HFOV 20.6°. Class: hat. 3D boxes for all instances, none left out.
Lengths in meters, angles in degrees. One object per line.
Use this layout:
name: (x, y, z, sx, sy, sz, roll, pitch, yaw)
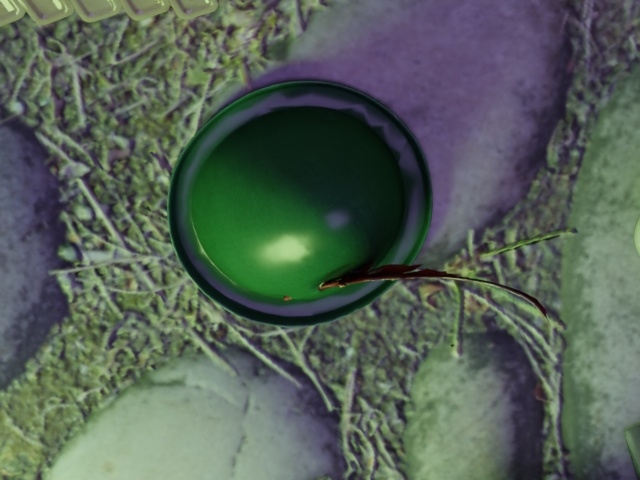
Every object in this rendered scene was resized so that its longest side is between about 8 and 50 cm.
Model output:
hat: (0.000, 0.000, 1.116, 0.208, 0.183, 0.173, -30, 108, 9)

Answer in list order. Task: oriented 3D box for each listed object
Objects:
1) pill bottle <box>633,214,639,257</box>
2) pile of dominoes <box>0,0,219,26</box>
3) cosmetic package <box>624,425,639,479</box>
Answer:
pill bottle: (0.345, 0.081, 1.096, 0.181, 0.181, 0.323, -31, 77, 9)
pile of dominoes: (-0.188, -0.218, 1.090, 0.251, 0.040, 0.196, -3, 138, -1)
cosmetic package: (0.439, 0.221, 1.265, 0.377, 0.097, 0.284, -18, 112, 4)
